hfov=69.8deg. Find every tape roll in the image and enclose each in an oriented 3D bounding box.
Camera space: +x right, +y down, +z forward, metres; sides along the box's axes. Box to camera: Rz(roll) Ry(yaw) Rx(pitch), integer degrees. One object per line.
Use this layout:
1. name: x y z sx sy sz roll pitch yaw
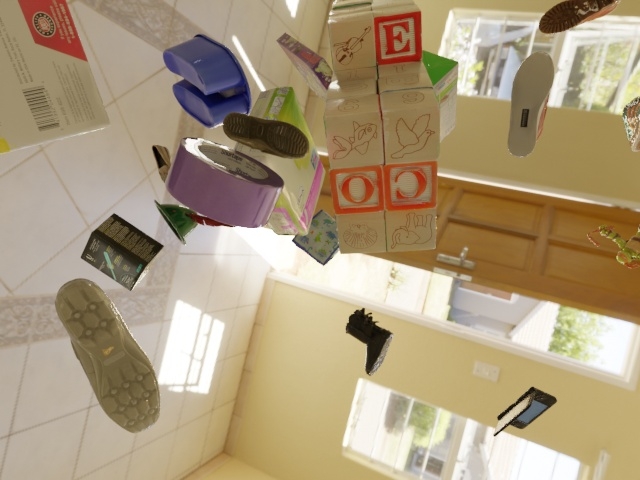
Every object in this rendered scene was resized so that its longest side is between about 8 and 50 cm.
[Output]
1. tape roll: -0.162 -0.101 0.790 0.080 0.189 0.189 -64 161 17

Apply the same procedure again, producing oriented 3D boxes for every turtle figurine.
1. turtle figurine: 0.983 0.017 1.387 0.217 0.269 0.087 -34 131 -7

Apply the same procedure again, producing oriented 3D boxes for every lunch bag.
1. lunch bag: 0.000 0.000 1.401 0.151 0.129 0.096 -45 169 -45

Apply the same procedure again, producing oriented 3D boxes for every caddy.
1. caddy: -0.351 -0.516 1.480 0.179 0.341 0.241 -33 143 -25

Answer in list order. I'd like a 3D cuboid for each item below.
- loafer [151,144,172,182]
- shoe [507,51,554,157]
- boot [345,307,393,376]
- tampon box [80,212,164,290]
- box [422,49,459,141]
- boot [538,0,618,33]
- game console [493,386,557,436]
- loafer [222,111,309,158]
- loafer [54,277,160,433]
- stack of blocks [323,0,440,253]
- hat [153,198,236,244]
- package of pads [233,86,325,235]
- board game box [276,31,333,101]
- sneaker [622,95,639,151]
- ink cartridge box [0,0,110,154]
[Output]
1. loafer: -0.387 -0.181 1.132 0.039 0.045 0.125 19 44 -64
2. shoe: 0.374 -0.242 0.823 0.081 0.063 0.178 -35 132 -58
3. boot: 0.094 0.214 0.976 0.045 0.099 0.121 -9 124 -51
4. tampon box: -0.537 0.031 1.245 0.120 0.161 0.101 -46 -167 35
5. box: 0.261 -0.347 1.284 0.262 0.127 0.231 -45 148 -16
6. boot: 0.540 -0.470 0.954 0.084 0.158 0.059 -11 85 -62
7. game console: 0.447 0.386 1.000 0.122 0.107 0.071 -58 -166 29
8. loafer: -0.089 -0.172 0.752 0.050 0.148 0.056 18 -90 69
9. loafer: -0.390 0.214 0.860 0.112 0.111 0.319 -23 109 -24
10. stack of blocks: 0.060 -0.142 0.472 0.297 0.087 0.171 -82 165 -54
11. hat: -0.431 -0.097 1.565 0.183 0.173 0.208 -36 115 -18
12. package of pads: -0.090 -0.171 1.083 0.296 0.101 0.229 63 36 -51
13. board game box: -0.012 -0.495 1.379 0.056 0.347 0.208 -36 129 3
14. sneaker: 0.912 -0.371 1.282 0.302 0.108 0.121 48 26 -63
15. ink cartridge box: -0.671 -0.318 0.905 0.384 0.160 0.279 -24 118 -28
